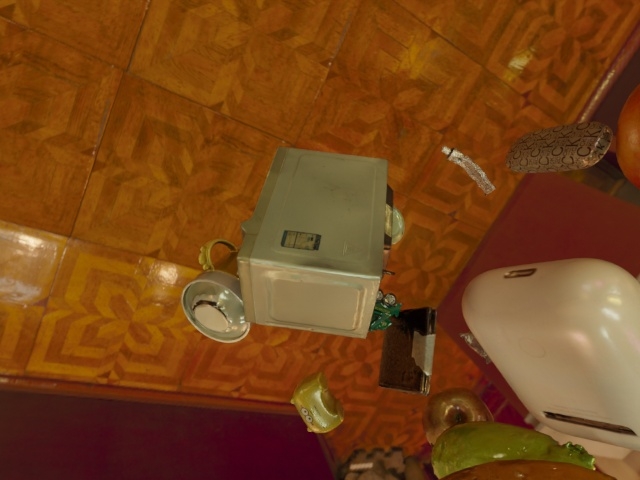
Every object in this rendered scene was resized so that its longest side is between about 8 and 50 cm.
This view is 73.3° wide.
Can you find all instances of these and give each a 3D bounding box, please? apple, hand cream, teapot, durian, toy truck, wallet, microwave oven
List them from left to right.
[{"bbox_3d":[0.000,0.000,0.903,0.286,0.355,0.219,8,135,2],"label":"microwave oven"},{"bbox_3d":[0.106,0.187,1.190,0.215,0.110,0.116,18,73,-12],"label":"toy truck"},{"bbox_3d":[0.206,-0.050,1.561,0.231,0.159,0.159,16,110,-20],"label":"teapot"},{"bbox_3d":[0.232,0.300,1.176,0.071,0.262,0.221,16,72,-12],"label":"wallet"},{"bbox_3d":[0.414,0.552,1.302,0.211,0.211,0.188,-27,139,-7],"label":"apple"},{"bbox_3d":[0.568,-0.277,1.659,0.257,0.084,0.050,41,74,3],"label":"hand cream"},{"bbox_3d":[0.388,0.504,0.923,0.256,0.339,0.205,61,43,-43],"label":"durian"}]

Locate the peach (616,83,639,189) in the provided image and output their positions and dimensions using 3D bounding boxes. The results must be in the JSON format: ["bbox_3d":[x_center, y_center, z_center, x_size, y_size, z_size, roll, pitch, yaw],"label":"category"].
[{"bbox_3d":[0.911,-0.253,0.975,0.387,0.388,0.389,-10,121,-17],"label":"peach"}]

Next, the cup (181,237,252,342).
[{"bbox_3d":[-0.224,0.098,1.081,0.185,0.226,0.241,-5,115,25],"label":"cup"}]

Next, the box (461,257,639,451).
[{"bbox_3d":[0.413,0.186,0.700,0.141,0.288,0.349,-44,103,-29],"label":"box"}]

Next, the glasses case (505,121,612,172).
[{"bbox_3d":[0.722,-0.283,1.335,0.085,0.354,0.137,27,87,-19],"label":"glasses case"}]

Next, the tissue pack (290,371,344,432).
[{"bbox_3d":[-0.012,0.541,1.430,0.127,0.123,0.178,-30,92,11],"label":"tissue pack"}]

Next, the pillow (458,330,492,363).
[{"bbox_3d":[0.498,0.305,1.294,0.184,0.118,0.043,-4,137,-47],"label":"pillow"}]

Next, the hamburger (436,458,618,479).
[{"bbox_3d":[0.201,0.354,0.372,0.284,0.305,0.174,-21,123,-1],"label":"hamburger"}]
